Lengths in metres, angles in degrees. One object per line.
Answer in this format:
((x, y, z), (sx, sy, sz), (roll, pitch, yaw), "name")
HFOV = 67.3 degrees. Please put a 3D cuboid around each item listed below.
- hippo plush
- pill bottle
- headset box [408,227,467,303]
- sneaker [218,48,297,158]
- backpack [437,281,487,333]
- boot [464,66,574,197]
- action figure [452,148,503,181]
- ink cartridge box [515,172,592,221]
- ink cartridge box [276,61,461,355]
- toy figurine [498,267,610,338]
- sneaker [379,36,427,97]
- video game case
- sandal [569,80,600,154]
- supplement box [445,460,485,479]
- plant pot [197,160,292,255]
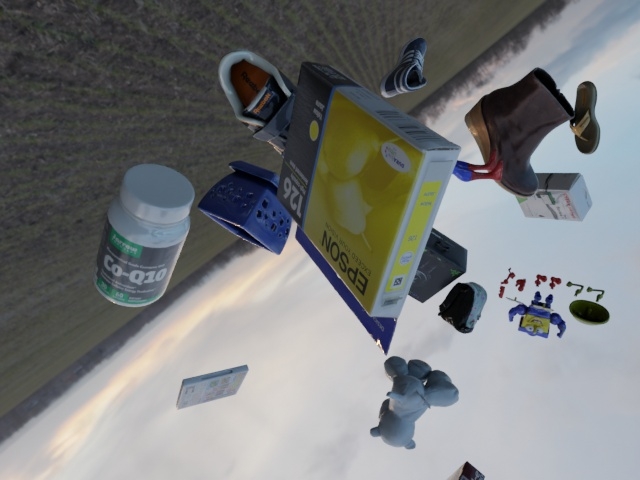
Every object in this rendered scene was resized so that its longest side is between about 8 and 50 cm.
((0.288, 0.529, 1.492), (0.294, 0.234, 0.237), (-62, 165, -76), "hippo plush")
((-0.465, -0.010, 1.266), (0.361, 0.204, 0.204), (-59, 173, 35), "pill bottle")
((0.402, 0.081, 1.888), (0.283, 0.246, 0.131), (-48, -165, 44), "headset box")
((-0.064, -0.222, 0.888), (0.126, 0.321, 0.127), (-49, -175, 14), "sneaker")
((0.548, 0.242, 1.826), (0.115, 0.152, 0.182), (0, 114, -41), "backpack")
((0.426, -0.207, 0.985), (0.090, 0.248, 0.206), (-43, -171, -24), "boot")
((0.218, -0.186, 0.977), (0.280, 0.139, 0.091), (-3, -153, 8), "action figure")
((0.833, -0.159, 1.733), (0.093, 0.160, 0.219), (-50, -149, -19), "ink cartridge box")
((0.029, -0.048, 0.665), (0.072, 0.304, 0.308), (-5, 125, -30), "ink cartridge box")
((0.835, 0.271, 1.778), (0.191, 0.362, 0.218), (-55, 152, -48), "toy figurine")
((0.345, -0.641, 1.757), (0.282, 0.099, 0.153), (-55, -149, -14), "sneaker")
((-0.245, 0.331, 1.080), (0.143, 0.019, 0.157), (-7, 147, -27), "video game case")
((0.655, -0.305, 1.204), (0.048, 0.180, 0.072), (-11, -167, -15), "sandal")
((0.406, 0.813, 1.503), (0.130, 0.073, 0.240), (-32, 154, -51), "supplement box")
((-0.216, -0.116, 1.573), (0.212, 0.235, 0.236), (-61, 146, -9), "plant pot")
